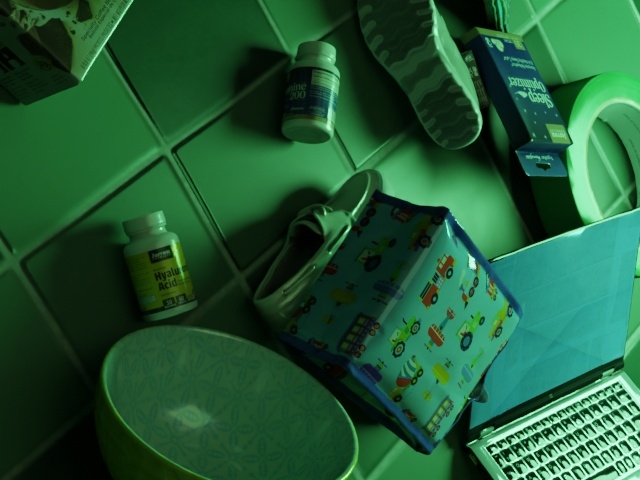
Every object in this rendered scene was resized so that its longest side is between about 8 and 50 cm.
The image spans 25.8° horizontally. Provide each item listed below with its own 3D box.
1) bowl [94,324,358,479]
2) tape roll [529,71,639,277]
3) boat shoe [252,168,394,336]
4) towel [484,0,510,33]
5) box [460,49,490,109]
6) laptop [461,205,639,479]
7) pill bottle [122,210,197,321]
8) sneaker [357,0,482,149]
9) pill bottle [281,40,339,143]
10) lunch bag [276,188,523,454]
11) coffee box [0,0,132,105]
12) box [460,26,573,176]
[{"bbox_3d":[-0.121,0.235,1.498,0.289,0.289,0.156,0,124,-42],"label":"bowl"},{"bbox_3d":[0.453,-0.098,2.167,0.321,0.077,0.321,10,75,-40],"label":"tape roll"},{"bbox_3d":[0.000,0.000,1.728,0.088,0.096,0.267,49,61,-29],"label":"boat shoe"},{"bbox_3d":[0.252,-0.462,1.931,0.370,0.040,0.271,52,44,-73],"label":"towel"},{"bbox_3d":[0.209,-0.225,1.979,0.018,0.067,0.083,-21,95,-10],"label":"box"},{"bbox_3d":[0.403,0.213,1.933,0.382,0.236,0.408,-17,62,-42],"label":"laptop"},{"bbox_3d":[-0.184,0.028,1.569,0.065,0.065,0.116,-20,94,-43],"label":"pill bottle"},{"bbox_3d":[0.134,-0.258,1.920,0.281,0.105,0.115,66,16,-6],"label":"sneaker"},{"bbox_3d":[-0.011,-0.188,1.770,0.067,0.067,0.120,20,68,-38],"label":"pill bottle"},{"bbox_3d":[0.129,0.117,1.689,0.293,0.138,0.221,44,74,-38],"label":"lunch bag"},{"bbox_3d":[-0.348,-0.306,1.453,0.297,0.119,0.168,43,56,-28],"label":"coffee box"},{"bbox_3d":[0.289,-0.197,1.998,0.136,0.036,0.225,-3,66,-54],"label":"box"}]
